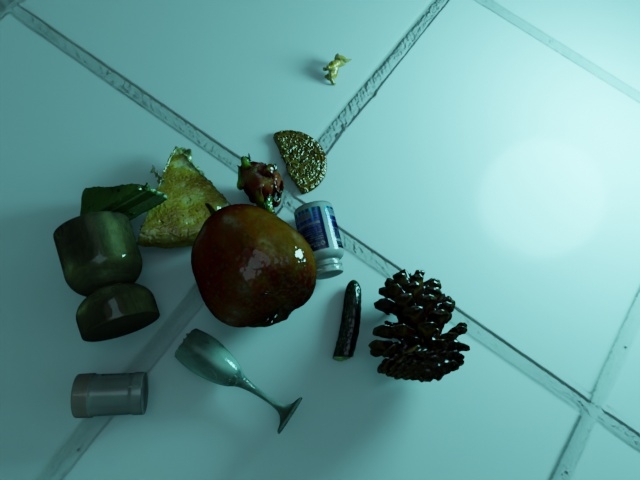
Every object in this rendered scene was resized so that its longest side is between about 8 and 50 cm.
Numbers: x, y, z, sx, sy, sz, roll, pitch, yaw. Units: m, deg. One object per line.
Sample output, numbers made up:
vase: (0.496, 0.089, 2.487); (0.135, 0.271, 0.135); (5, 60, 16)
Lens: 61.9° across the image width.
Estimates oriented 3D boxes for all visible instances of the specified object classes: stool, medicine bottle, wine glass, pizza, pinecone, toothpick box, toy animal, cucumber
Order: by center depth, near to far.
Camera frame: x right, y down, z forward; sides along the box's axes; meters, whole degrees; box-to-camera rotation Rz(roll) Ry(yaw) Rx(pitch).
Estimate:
toothpick box: (-0.477, 0.351, 1.217); (0.149, 0.098, 0.098); (0, 71, -8)
stool: (-0.507, 0.084, 1.264); (0.179, 0.179, 0.264); (-20, 75, -13)
pinecone: (0.225, 0.203, 1.297); (0.247, 0.246, 0.292); (-1, 52, -8)
wine glass: (-0.158, 0.278, 1.320); (0.310, 0.096, 0.264); (33, 47, 6)
cucumber: (0.075, 0.201, 1.366); (0.058, 0.052, 0.214); (-2, 65, 30)
medicine bottle: (0.000, 0.000, 1.395); (0.107, 0.107, 0.191); (-10, 73, -11)
pizza: (-0.345, -0.120, 1.416); (0.280, 0.075, 0.287); (-5, 70, -13)
toy animal: (0.053, -0.520, 1.611); (0.083, 0.060, 0.081); (-31, 102, -19)

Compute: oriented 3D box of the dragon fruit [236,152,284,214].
dragon fruit: (-0.151, -0.136, 1.410); (0.142, 0.138, 0.174); (-3, 82, -32)

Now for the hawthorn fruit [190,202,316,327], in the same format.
hawthorn fruit: (-0.178, 0.039, 1.280); (0.285, 0.284, 0.369); (-37, 68, -17)

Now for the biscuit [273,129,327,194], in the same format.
biscuit: (-0.047, -0.236, 1.514); (0.126, 0.025, 0.206); (-23, 76, -14)

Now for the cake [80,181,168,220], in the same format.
cake: (-0.485, -0.078, 1.308); (0.235, 0.100, 0.099); (-1, 75, 31)
